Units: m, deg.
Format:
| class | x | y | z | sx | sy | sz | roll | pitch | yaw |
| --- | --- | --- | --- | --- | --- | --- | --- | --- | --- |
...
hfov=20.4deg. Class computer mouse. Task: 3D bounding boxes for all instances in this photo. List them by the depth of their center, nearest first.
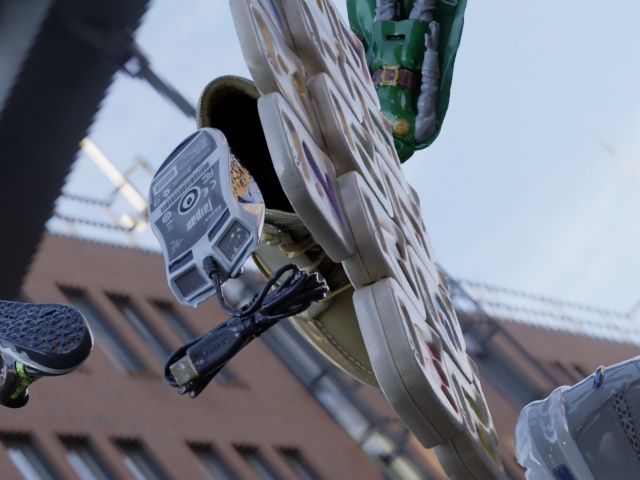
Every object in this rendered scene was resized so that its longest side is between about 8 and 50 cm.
| class | x | y | z | sx | sy | sz | roll | pitch | yaw |
| --- | --- | --- | --- | --- | --- | --- | --- | --- | --- |
| computer mouse | -0.053 | 0.004 | 1.005 | 0.042 | 0.193 | 0.106 | 34 | -67 | -31 |

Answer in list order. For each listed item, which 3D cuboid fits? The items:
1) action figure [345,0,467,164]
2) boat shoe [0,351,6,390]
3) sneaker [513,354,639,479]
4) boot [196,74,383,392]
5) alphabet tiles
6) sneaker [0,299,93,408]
| class | x | y | z | sx | sy | sz | roll | pitch | yaw |
| --- | --- | --- | --- | --- | --- | --- | --- | --- | --- |
| action figure | 0.066 | -0.154 | 1.471 | 0.063 | 0.137 | 0.232 | 39 | -126 | -59 |
| boat shoe | -0.264 | 0.011 | 0.818 | 0.095 | 0.257 | 0.095 | -50 | -2 | 8 |
| sneaker | 0.232 | 0.169 | 0.937 | 0.115 | 0.281 | 0.105 | -41 | 13 | 26 |
| boot | 0.000 | 0.000 | 1.271 | 0.095 | 0.262 | 0.203 | -34 | -2 | -4 |
| alphabet tiles | 0.023 | -0.023 | 0.821 | 0.021 | 0.284 | 0.278 | -23 | -35 | 9 |
| sneaker | -0.290 | 0.117 | 1.744 | 0.084 | 0.234 | 0.097 | -27 | -68 | -34 |
